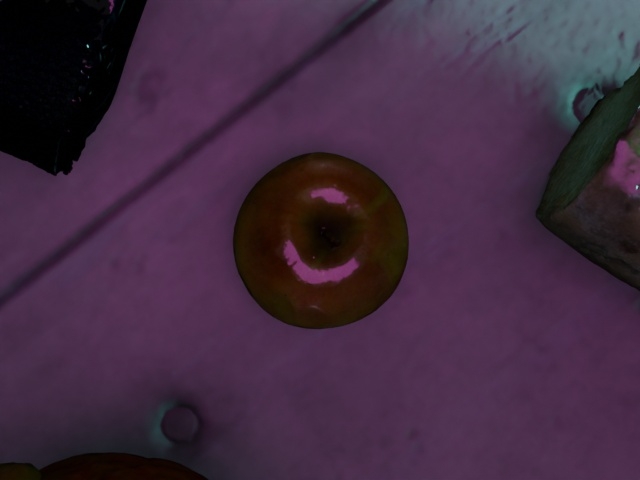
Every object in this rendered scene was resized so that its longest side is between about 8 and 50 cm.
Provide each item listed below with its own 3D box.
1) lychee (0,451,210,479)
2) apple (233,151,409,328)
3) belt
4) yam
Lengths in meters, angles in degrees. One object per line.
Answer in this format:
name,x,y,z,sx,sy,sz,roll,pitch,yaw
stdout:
lychee,-0.125,0.216,0.704,0.255,0.255,0.300,-32,107,1
apple,0.000,0.000,0.766,0.089,0.074,0.089,0,94,-4
belt,-0.117,-0.130,0.702,0.078,0.151,0.198,22,107,-5
yam,0.213,0.002,0.763,0.194,0.107,0.107,34,93,-7
